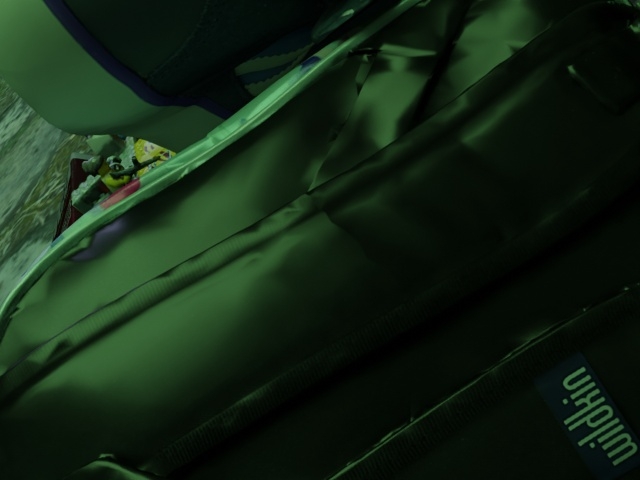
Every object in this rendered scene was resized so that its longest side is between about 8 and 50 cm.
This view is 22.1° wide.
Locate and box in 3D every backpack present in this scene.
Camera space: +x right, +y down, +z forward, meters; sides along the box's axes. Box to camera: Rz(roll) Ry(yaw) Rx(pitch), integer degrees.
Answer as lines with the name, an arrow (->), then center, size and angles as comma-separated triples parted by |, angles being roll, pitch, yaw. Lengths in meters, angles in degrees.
backpack -> 0.027, 0.059, 0.527 | 0.253, 0.225, 0.191 | -32, -14, -8

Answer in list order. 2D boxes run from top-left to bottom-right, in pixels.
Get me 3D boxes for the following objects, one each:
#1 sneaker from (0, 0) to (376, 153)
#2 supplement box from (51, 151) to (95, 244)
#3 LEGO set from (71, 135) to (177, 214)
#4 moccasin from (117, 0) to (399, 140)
sneaker -> 0.008, -0.143, 0.630 | 0.236, 0.130, 0.323 | -32, 1, 11
supplement box -> -0.129, 0.054, 0.990 | 0.239, 0.073, 0.130 | -110, 34, -63
LEGO set -> 0.000, 0.000, 0.759 | 0.255, 0.192, 0.331 | -40, 25, 20
moccasin -> -0.001, -0.172, 1.045 | 0.342, 0.117, 0.138 | -31, 64, 13
